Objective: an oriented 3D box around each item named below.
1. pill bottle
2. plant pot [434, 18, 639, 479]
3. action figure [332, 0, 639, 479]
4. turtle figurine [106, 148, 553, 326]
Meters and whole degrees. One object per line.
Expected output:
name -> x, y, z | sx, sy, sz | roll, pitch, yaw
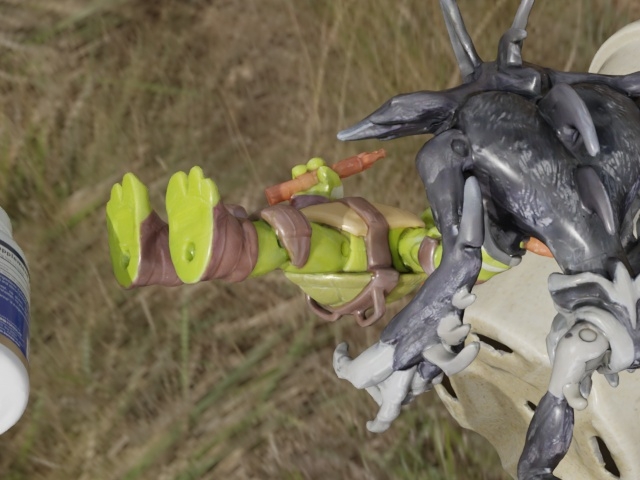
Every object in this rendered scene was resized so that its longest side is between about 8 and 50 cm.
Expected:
pill bottle -> -0.170, 0.033, 0.822 | 0.067, 0.067, 0.120 | -13, 41, 2
plant pot -> 0.256, 0.043, 1.394 | 0.334, 0.334, 0.305 | 40, 66, 16
action figure -> 0.089, 0.031, 0.679 | 0.164, 0.141, 0.276 | -4, 64, -27
turtle figurine -> 0.000, 0.000, 0.934 | 0.217, 0.269, 0.087 | 1, 101, -32
